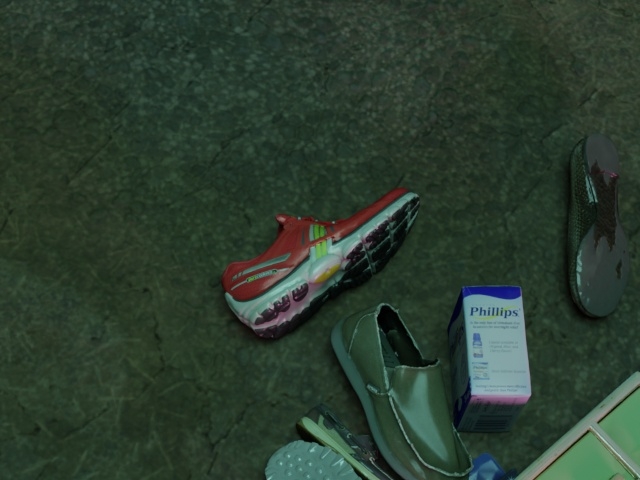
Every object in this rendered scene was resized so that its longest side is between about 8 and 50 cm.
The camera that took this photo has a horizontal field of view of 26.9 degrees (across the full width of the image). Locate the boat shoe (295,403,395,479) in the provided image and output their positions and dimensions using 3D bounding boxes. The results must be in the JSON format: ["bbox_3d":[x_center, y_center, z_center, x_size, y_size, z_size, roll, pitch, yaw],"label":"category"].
[{"bbox_3d":[0.042,0.243,1.536,0.152,0.056,0.049,37,71,13],"label":"boat shoe"}]

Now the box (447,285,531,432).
[{"bbox_3d":[0.195,0.139,1.565,0.072,0.126,0.137,1,63,-4],"label":"box"}]

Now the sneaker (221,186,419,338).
[{"bbox_3d":[0.000,0.000,1.631,0.279,0.107,0.118,-32,62,-22],"label":"sneaker"}]

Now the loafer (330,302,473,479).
[{"bbox_3d":[0.100,0.178,1.541,0.094,0.087,0.251,-9,59,-46],"label":"loafer"}]

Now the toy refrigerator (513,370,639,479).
[{"bbox_3d":[0.298,0.266,1.500,0.269,0.094,0.102,-32,71,-33],"label":"toy refrigerator"}]

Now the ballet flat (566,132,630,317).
[{"bbox_3d":[0.343,-0.017,1.705,0.084,0.058,0.250,13,67,-24],"label":"ballet flat"}]

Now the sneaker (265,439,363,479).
[{"bbox_3d":[0.034,0.310,1.491,0.235,0.095,0.090,31,68,31],"label":"sneaker"}]

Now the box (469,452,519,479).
[{"bbox_3d":[0.214,0.356,1.509,0.136,0.036,0.225,-34,70,-20],"label":"box"}]
